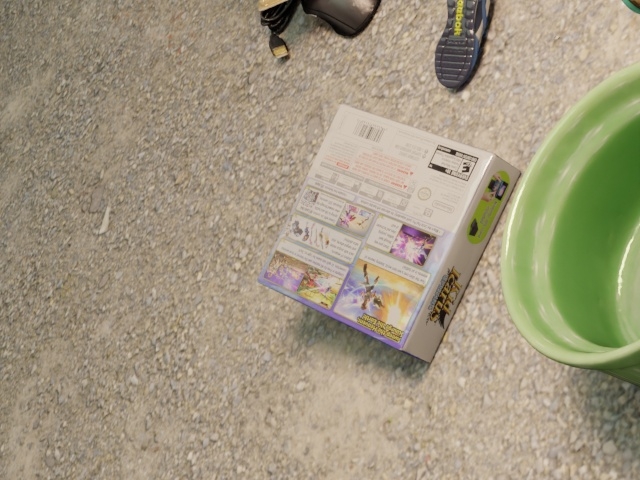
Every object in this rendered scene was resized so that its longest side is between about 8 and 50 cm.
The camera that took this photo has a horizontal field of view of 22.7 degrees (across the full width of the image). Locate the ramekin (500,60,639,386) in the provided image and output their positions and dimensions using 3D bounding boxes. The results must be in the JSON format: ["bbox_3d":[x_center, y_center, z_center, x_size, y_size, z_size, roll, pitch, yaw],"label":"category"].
[{"bbox_3d":[0.323,-0.004,1.459,0.303,0.148,0.303,-35,41,38],"label":"ramekin"}]

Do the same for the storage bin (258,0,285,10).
[{"bbox_3d":[-0.046,-0.484,2.176,0.260,0.262,0.123,-19,29,28],"label":"storage bin"}]

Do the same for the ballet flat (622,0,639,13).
[{"bbox_3d":[0.359,-0.395,1.752,0.124,0.116,0.342,-32,37,29],"label":"ballet flat"}]

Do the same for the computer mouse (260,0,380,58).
[{"bbox_3d":[-0.017,-0.337,2.293,0.184,0.060,0.262,-55,32,12],"label":"computer mouse"}]

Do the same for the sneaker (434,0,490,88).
[{"bbox_3d":[0.180,-0.256,1.959,0.053,0.059,0.144,14,95,27],"label":"sneaker"}]

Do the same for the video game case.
[{"bbox_3d":[0.074,-0.014,1.870,0.269,0.061,0.244,24,87,47],"label":"video game case"}]
